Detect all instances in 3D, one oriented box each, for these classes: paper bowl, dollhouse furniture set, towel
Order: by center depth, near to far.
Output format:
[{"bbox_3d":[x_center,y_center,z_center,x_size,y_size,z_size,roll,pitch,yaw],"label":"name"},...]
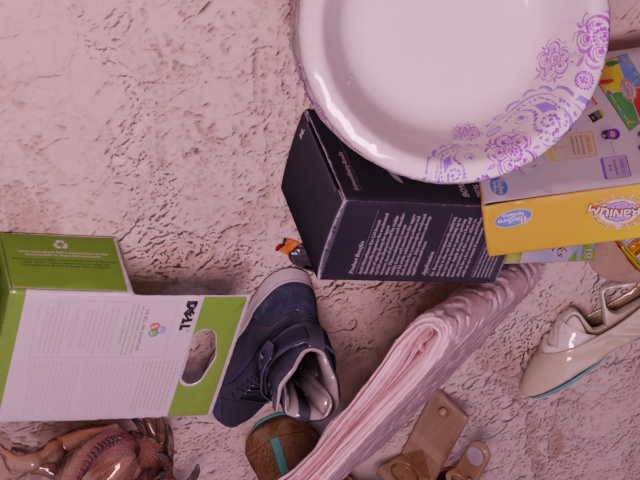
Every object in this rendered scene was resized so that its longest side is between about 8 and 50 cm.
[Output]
[{"bbox_3d":[0.112,-0.199,1.538,0.284,0.148,0.284,-1,99,-7],"label":"paper bowl"},{"bbox_3d":[0.092,0.155,1.831,0.317,0.053,0.332,-49,170,24],"label":"towel"},{"bbox_3d":[0.125,0.287,1.983,0.151,0.144,0.123,-22,144,-47],"label":"dollhouse furniture set"}]

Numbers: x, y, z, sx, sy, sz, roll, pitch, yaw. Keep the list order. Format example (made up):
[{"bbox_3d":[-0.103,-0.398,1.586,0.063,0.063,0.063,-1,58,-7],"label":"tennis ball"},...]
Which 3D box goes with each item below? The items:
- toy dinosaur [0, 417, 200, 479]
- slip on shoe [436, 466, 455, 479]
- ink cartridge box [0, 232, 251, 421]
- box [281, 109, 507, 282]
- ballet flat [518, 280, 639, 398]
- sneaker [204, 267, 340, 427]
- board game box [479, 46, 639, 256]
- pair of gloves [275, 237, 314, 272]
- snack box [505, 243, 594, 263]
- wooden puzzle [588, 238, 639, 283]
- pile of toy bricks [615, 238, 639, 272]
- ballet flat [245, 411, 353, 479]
[{"bbox_3d":[-0.235,0.248,1.824,0.200,0.127,0.295,-18,168,-8],"label":"toy dinosaur"},{"bbox_3d":[0.120,0.403,2.043,0.123,0.331,0.101,2,123,27],"label":"slip on shoe"},{"bbox_3d":[-0.225,0.095,1.759,0.255,0.097,0.189,2,129,-24],"label":"ink cartridge box"},{"bbox_3d":[0.082,-0.045,1.708,0.207,0.153,0.108,2,130,-20],"label":"box"},{"bbox_3d":[0.335,0.098,1.990,0.248,0.086,0.086,-29,133,5],"label":"ballet flat"},{"bbox_3d":[-0.055,0.165,1.838,0.086,0.163,0.226,7,129,-27],"label":"sneaker"},{"bbox_3d":[0.308,-0.100,1.627,0.316,0.242,0.064,-7,127,6],"label":"board game box"},{"bbox_3d":[0.000,0.000,1.815,0.074,0.010,0.083,25,119,-35],"label":"pair of gloves"},{"bbox_3d":[0.234,-0.026,1.810,0.141,0.037,0.100,-1,93,-31],"label":"snack box"},{"bbox_3d":[0.496,-0.077,1.848,0.348,0.080,0.322,8,130,0],"label":"wooden puzzle"},{"bbox_3d":[0.319,-0.064,1.781,0.118,0.212,0.105,-39,165,1],"label":"pile of toy bricks"},{"bbox_3d":[0.015,0.344,2.048,0.116,0.124,0.342,-26,134,5],"label":"ballet flat"}]
